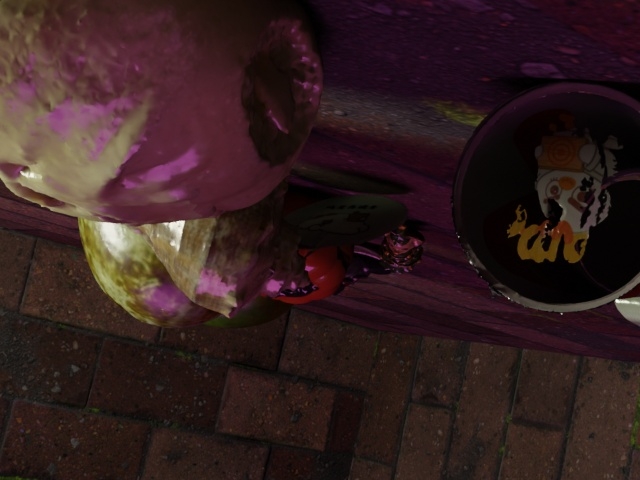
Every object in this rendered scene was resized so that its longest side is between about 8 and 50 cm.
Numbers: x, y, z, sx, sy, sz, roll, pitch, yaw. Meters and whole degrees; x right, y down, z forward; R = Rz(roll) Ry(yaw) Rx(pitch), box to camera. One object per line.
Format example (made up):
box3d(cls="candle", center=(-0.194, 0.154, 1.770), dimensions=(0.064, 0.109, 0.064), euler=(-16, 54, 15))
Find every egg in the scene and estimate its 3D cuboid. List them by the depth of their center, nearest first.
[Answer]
box3d(cls="egg", center=(-0.226, -0.010, 1.577), dimensions=(0.289, 0.238, 0.238), euler=(45, 166, -8))

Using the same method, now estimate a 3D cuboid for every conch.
box3d(cls="conch", center=(-0.151, -0.059, 1.338), dimensions=(0.352, 0.210, 0.297), euler=(50, 159, 6))

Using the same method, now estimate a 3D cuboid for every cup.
box3d(cls="cup", center=(0.265, -0.020, 1.034), dimensions=(0.203, 0.203, 0.288), euler=(8, 178, 29))

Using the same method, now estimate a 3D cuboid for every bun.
box3d(cls="bun", center=(-0.178, -0.118, 0.917), dimensions=(0.364, 0.202, 0.364), euler=(14, 171, 2))

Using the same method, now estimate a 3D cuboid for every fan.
box3d(cls="fan", center=(0.000, -0.001, 1.468), dimensions=(0.191, 0.009, 0.329), euler=(2, -154, 27))

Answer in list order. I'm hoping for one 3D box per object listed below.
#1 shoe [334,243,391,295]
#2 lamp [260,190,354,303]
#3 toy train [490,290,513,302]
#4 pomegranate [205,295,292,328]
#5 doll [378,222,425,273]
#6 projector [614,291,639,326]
box3d(cls="shoe", center=(0.024, 0.052, 2.106), dimensions=(0.228, 0.112, 0.099), euler=(14, 171, 2))
box3d(cls="lamp", center=(-0.040, 0.004, 1.719), dimensions=(0.188, 0.163, 0.187), euler=(5, 147, 3))
box3d(cls="toy train", center=(0.351, 0.069, 1.876), dimensions=(0.099, 0.081, 0.149), euler=(6, 176, 36))
box3d(cls="pomegranate", center=(-0.176, 0.053, 1.980), dimensions=(0.310, 0.216, 0.358), euler=(16, 167, 5))
box3d(cls="doll", center=(0.134, -0.008, 1.776), dimensions=(0.078, 0.076, 0.113), euler=(19, 140, 12))
box3d(cls="projector", center=(0.476, 0.054, 1.258), dimensions=(0.177, 0.163, 0.242), euler=(6, 167, 46))
